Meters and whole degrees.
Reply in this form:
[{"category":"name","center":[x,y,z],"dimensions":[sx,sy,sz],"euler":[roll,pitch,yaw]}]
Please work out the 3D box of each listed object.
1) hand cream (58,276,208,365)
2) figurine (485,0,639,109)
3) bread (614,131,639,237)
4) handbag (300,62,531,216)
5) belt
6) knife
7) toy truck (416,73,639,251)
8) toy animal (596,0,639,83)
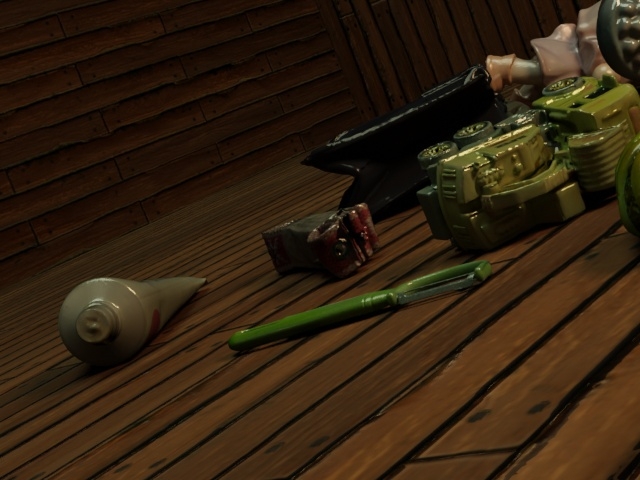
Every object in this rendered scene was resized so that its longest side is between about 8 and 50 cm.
[{"category":"hand cream","center":[-0.186,0.072,1.202],"dimensions":[0.124,0.078,0.341],"euler":[-22,-1,2]},{"category":"figurine","center":[0.358,-0.243,1.629],"dimensions":[0.276,0.133,0.200],"euler":[-20,10,20]},{"category":"bread","center":[0.235,-0.047,0.734],"dimensions":[0.130,0.071,0.139],"euler":[-25,6,9]},{"category":"handbag","center":[0.129,-0.123,1.480],"dimensions":[0.269,0.118,0.325],"euler":[-28,6,9]},{"category":"belt","center":[0.000,0.000,1.169],"dimensions":[0.071,0.053,0.232],"euler":[-22,6,-14]},{"category":"knife","center":[0.026,0.045,0.879],"dimensions":[0.212,0.015,0.054],"euler":[-18,7,26]},{"category":"toy truck","center":[0.174,-0.059,0.958],"dimensions":[0.191,0.085,0.116],"euler":[-27,17,-19]},{"category":"toy animal","center":[0.410,-0.249,1.303],"dimensions":[0.229,0.210,0.221],"euler":[-26,0,19]}]
